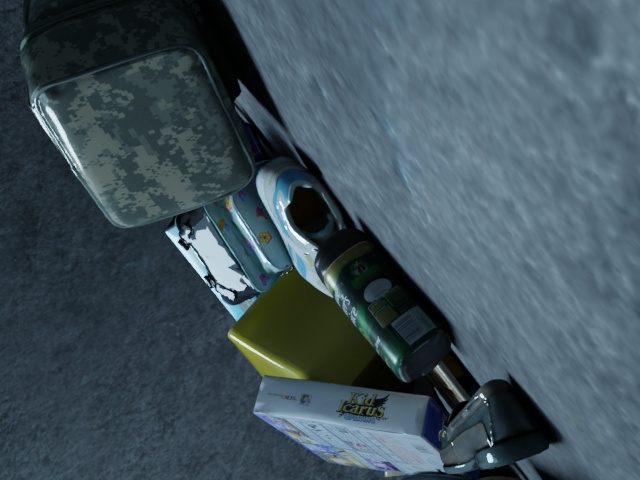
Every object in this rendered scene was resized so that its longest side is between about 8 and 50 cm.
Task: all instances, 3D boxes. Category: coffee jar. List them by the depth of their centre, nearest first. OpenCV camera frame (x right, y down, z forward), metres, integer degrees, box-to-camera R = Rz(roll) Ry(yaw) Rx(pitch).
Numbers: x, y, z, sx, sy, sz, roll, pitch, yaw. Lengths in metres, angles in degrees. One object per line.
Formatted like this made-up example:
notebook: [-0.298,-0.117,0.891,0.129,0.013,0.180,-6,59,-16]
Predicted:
coffee jar: [0.069,0.072,1.179,0.184,0.079,0.096,51,174,29]

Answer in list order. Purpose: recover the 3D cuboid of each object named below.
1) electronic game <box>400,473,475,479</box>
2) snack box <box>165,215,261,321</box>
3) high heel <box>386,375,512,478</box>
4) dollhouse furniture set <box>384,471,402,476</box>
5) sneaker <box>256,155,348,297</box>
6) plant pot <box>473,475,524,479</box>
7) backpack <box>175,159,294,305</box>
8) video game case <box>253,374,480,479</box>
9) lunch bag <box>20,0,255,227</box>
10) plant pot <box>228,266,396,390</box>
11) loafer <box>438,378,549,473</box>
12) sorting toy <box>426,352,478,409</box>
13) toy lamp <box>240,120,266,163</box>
electronic game: [0.224,0.393,1.476,0.229,0.048,0.229,13,153,7]
snack box: [-0.134,-0.029,1.627,0.187,0.060,0.322,53,-157,-19]
high heel: [0.161,0.316,1.641,0.377,0.127,0.181,48,163,18]
dollhouse furniture set: [0.291,0.576,1.929,0.174,0.303,0.356,67,-165,-82]
sneaker: [0.000,0.000,1.285,0.229,0.087,0.092,54,173,-29]
plant pot: [0.214,0.417,1.152,0.323,0.323,0.280,54,-170,-7]
backpack: [-0.085,-0.026,1.402,0.166,0.144,0.188,56,-142,-7]
video game case: [0.074,0.267,1.405,0.244,0.061,0.269,2,155,26]
lunch bag: [-0.221,-0.207,1.200,0.305,0.212,0.256,66,-177,-56]
plant pot: [0.021,0.151,1.521,0.187,0.212,0.212,36,167,26]
loafer: [0.182,0.203,1.099,0.267,0.096,0.084,109,143,-75]
sorting toy: [0.172,0.188,1.304,0.208,0.038,0.193,48,175,5]
toy lamp: [-0.172,-0.198,1.546,0.275,0.080,0.080,52,175,32]
